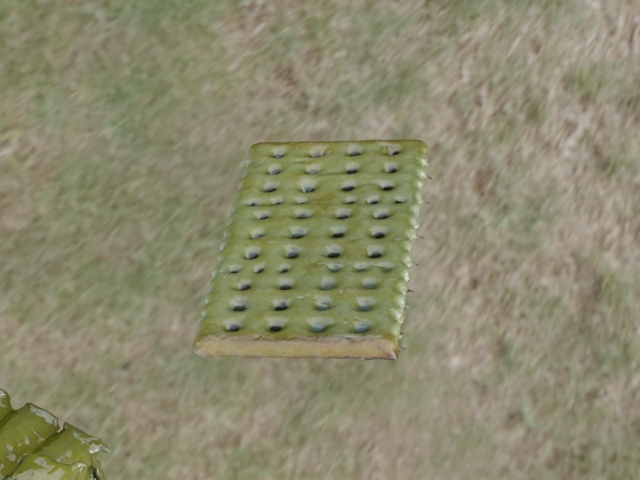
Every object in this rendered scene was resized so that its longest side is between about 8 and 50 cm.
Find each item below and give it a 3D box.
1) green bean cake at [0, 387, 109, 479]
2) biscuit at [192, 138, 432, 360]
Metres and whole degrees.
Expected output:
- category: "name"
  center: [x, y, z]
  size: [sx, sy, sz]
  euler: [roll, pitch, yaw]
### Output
- category: "green bean cake"
  center: [-0.247, 0.304, 1.597]
  size: [0.285, 0.202, 0.310]
  euler: [24, 142, 27]
- category: "biscuit"
  center: [0.000, 0.000, 1.244]
  size: [0.139, 0.231, 0.016]
  euler: [0, 127, 11]
